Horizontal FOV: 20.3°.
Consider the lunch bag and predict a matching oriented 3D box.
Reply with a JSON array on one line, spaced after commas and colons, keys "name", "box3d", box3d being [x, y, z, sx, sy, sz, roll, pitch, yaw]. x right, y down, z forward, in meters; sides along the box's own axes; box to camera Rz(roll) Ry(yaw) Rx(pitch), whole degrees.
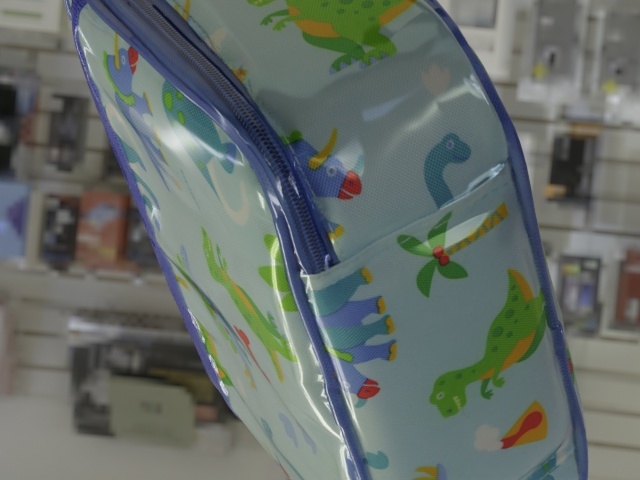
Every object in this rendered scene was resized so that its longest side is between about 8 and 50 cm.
[{"name": "lunch bag", "box3d": [0.000, 0.000, 0.582, 0.090, 0.219, 0.176, -29, -138, -12]}]
